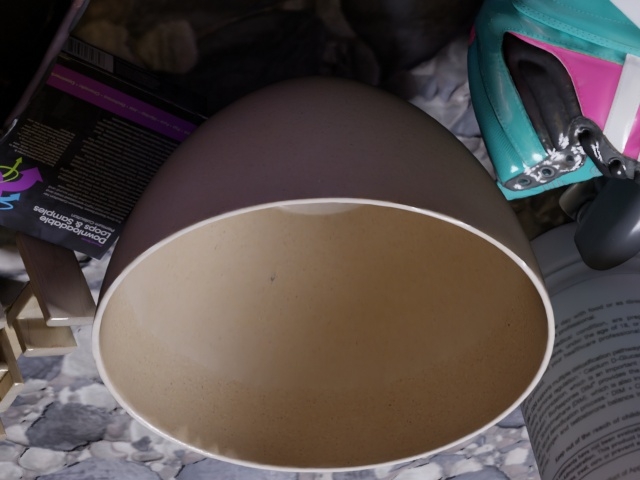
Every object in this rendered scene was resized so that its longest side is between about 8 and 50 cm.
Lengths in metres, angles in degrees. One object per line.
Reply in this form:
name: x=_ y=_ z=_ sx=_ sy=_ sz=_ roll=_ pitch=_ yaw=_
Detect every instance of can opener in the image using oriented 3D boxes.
can opener: x=0.280 y=-0.086 z=0.816 sx=0.076 sy=0.095 sz=0.283 roll=19 pitch=130 yaw=-28

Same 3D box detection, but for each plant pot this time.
plant pot: x=0.000 y=0.000 z=0.780 sx=0.284 sy=0.191 sz=0.284 roll=-1 pitch=140 yaw=-1

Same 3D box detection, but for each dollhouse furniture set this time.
dollhouse furniture set: x=-0.330 y=0.056 z=0.864 sx=0.242 sy=0.161 sz=0.212 roll=1 pitch=141 yaw=-44

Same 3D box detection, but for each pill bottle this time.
pill bottle: x=0.236 y=0.128 z=0.896 sx=0.160 sy=0.283 sz=0.160 roll=-5 pitch=137 yaw=-5

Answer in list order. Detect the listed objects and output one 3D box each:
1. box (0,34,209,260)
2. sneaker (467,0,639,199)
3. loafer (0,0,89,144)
box: x=-0.168 y=-0.060 z=0.815 sx=0.116 sy=0.029 sz=0.162 roll=23 pitch=127 yaw=-29
sneaker: x=0.202 y=-0.064 z=0.750 sx=0.295 sy=0.124 sz=0.178 roll=49 pitch=130 yaw=0
loafer: x=-0.219 y=-0.109 z=0.704 sx=0.109 sy=0.095 sz=0.302 roll=25 pitch=127 yaw=-31
